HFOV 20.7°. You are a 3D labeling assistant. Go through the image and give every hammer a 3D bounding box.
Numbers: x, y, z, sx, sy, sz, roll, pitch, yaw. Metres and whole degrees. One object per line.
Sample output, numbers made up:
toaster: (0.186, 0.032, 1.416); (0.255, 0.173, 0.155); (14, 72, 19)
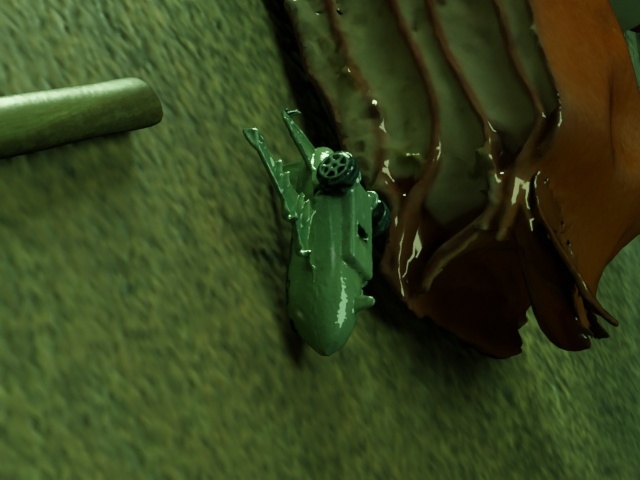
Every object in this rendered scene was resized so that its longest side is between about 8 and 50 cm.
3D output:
hammer: (-0.083, -0.024, 0.420); (0.062, 0.017, 0.182); (62, 24, 4)

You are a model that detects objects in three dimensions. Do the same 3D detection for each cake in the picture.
cake: (0.048, -0.087, 0.644); (0.135, 0.098, 0.287); (13, 56, -56)

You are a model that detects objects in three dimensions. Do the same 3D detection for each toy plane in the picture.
toy plane: (0.003, -0.001, 0.533); (0.080, 0.033, 0.083); (54, 22, -47)

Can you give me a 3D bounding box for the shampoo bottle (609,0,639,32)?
shampoo bottle: (0.134, -0.175, 0.929); (0.284, 0.071, 0.153); (30, 35, -51)
